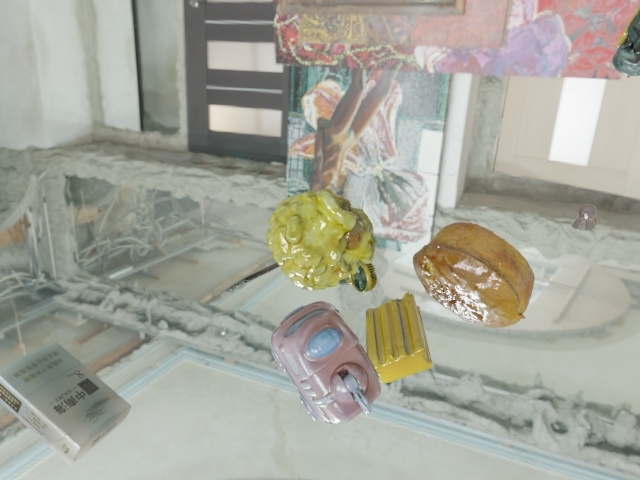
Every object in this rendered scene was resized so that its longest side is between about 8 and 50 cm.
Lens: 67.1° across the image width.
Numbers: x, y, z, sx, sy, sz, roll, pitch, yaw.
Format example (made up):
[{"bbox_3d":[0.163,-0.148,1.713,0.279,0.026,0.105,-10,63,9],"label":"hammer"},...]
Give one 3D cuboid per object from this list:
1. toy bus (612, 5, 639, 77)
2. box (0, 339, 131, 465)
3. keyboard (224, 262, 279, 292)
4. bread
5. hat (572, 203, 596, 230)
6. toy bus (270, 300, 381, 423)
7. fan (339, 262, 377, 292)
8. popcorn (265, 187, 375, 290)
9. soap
[{"bbox_3d":[0.476,-0.162,0.541,0.122,0.121,0.336,-11,-120,-5],"label":"toy bus"},{"bbox_3d":[-0.553,0.340,1.035,0.242,0.067,0.155,37,-155,8],"label":"box"},{"bbox_3d":[-0.131,0.073,1.057,0.063,0.010,0.198,-32,177,27],"label":"keyboard"},{"bbox_3d":[0.382,0.087,1.228,0.312,0.312,0.172,22,-115,43],"label":"bread"},{"bbox_3d":[0.726,-0.066,1.323,0.058,0.042,0.087,16,-124,47],"label":"hat"},{"bbox_3d":[0.021,0.286,1.133,0.197,0.294,0.232,-30,174,-15],"label":"toy bus"},{"bbox_3d":[0.091,0.091,1.251,0.039,0.082,0.155,-14,-179,-31],"label":"fan"},{"bbox_3d":[0.007,-0.007,0.968,0.234,0.217,0.181,17,-141,-38],"label":"popcorn"},{"bbox_3d":[0.266,0.334,1.694,0.204,0.096,0.325,-23,-155,15],"label":"soap"}]
